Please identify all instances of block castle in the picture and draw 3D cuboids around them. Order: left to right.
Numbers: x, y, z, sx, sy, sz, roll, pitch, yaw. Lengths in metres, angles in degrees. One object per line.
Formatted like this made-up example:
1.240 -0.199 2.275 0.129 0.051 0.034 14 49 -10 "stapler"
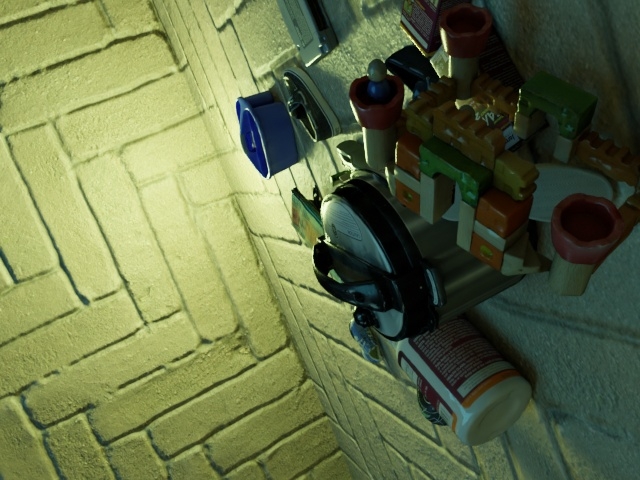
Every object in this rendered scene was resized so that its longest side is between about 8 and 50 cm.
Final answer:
0.284 -0.161 0.980 0.453 0.303 0.213 39 159 30 "block castle"

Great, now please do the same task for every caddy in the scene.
-0.221 -0.393 2.508 0.241 0.179 0.341 48 157 45 "caddy"

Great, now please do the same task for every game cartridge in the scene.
-0.055 -0.648 1.863 0.297 0.062 0.198 67 167 -8 "game cartridge"

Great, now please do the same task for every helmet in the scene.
0.369 0.475 2.000 0.169 0.169 0.162 93 164 -58 "helmet"

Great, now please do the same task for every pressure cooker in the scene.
0.194 0.011 1.412 0.376 0.420 0.370 59 163 20 "pressure cooker"

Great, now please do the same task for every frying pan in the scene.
-0.022 -0.123 2.508 0.197 0.053 0.326 45 154 45 "frying pan"

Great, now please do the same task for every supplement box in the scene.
0.220 -0.457 1.251 0.104 0.080 0.188 57 162 24 "supplement box"
0.311 -0.279 1.245 0.240 0.073 0.130 61 163 7 "supplement box"

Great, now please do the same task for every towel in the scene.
0.000 0.000 2.505 0.370 0.040 0.271 50 158 23 "towel"

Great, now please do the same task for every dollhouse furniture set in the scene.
0.093 -0.164 2.093 0.152 0.058 0.076 50 159 40 "dollhouse furniture set"

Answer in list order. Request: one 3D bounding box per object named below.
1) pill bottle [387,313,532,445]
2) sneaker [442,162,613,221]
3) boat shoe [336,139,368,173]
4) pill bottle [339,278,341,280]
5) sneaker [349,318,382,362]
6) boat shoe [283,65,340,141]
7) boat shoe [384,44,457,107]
0.341 0.318 1.748 0.392 0.224 0.224 50 158 41 "pill bottle"
0.350 -0.111 1.183 0.169 0.292 0.108 -72 -20 -61 "sneaker"
0.117 -0.222 1.913 0.228 0.081 0.069 -127 17 -56 "boat shoe"
0.182 0.119 1.975 0.229 0.131 0.131 32 162 -2 "pill bottle"
0.183 0.388 2.601 0.211 0.080 0.081 60 159 -19 "sneaker"
-0.055 -0.426 2.088 0.301 0.102 0.108 57 162 22 "boat shoe"
0.228 -0.311 1.419 0.258 0.089 0.109 52 159 35 "boat shoe"
